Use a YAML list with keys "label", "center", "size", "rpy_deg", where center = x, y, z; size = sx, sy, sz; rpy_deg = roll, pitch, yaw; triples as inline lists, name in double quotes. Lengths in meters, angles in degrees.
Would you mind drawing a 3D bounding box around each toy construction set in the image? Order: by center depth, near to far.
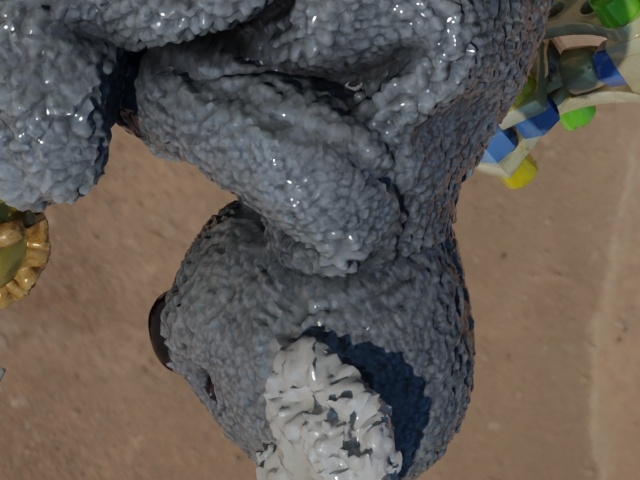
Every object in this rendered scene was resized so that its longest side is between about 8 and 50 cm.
- label: "toy construction set"
  center: [0.216, -0.202, 1.007]
  size: [0.151, 0.215, 0.327]
  rpy_deg: [32, 56, -38]

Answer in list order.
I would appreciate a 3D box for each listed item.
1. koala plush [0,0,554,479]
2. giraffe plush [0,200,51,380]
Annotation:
- label: "koala plush"
  center: [0.000, 0.000, 0.527]
  size: [0.203, 0.196, 0.221]
  rpy_deg: [-9, 97, 14]
- label: "giraffe plush"
  center: [-0.224, 0.002, 0.750]
  size: [0.210, 0.181, 0.170]
  rpy_deg: [23, 139, -31]
